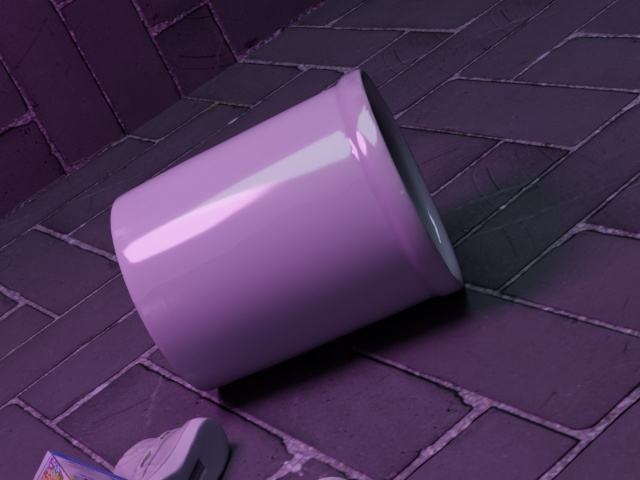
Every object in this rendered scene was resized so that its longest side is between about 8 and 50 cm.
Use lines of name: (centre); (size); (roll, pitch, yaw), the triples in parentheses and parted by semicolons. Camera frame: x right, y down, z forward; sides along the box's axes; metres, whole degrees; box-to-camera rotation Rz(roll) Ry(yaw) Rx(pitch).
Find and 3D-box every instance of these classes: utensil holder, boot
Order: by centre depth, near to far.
boot: (-0.208, 0.318, 1.658); (0.123, 0.095, 0.258); (-22, 15, 26)
utensil holder: (-0.045, -0.005, 1.847); (0.386, 0.327, 0.327); (-25, 24, 11)

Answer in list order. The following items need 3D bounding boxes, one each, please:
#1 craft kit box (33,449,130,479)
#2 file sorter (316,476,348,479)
craft kit box: (-0.155, 0.322, 1.401); (0.247, 0.250, 0.061); (22, 85, 61)
file sorter: (0.015, 0.365, 1.118); (0.173, 0.193, 0.277); (-30, 34, 5)
